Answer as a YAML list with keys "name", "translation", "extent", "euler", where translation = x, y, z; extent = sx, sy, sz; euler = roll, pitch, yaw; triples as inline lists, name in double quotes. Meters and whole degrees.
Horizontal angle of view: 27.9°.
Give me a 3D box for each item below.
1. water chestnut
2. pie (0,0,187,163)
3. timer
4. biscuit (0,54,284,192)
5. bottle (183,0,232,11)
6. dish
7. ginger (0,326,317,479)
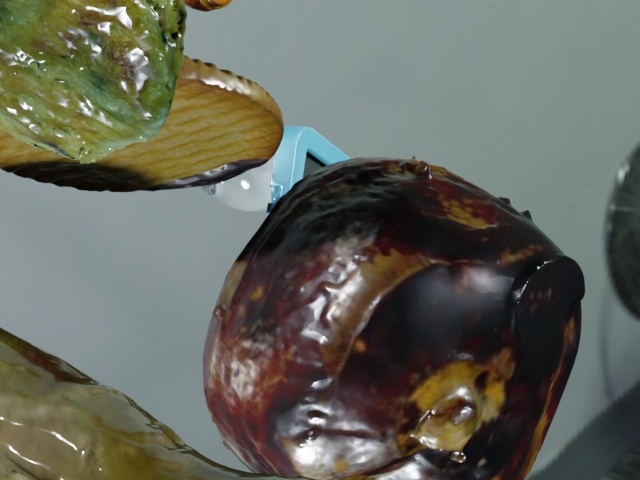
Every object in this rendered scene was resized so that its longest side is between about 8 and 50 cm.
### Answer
- name: "water chestnut"
  translation: [0.042, 0.079, 1.091]
  extent: [0.335, 0.347, 0.335]
  euler: [-19, 124, -32]
- name: "pie"
  translation: [-0.211, -0.155, 0.834]
  extent: [0.078, 0.277, 0.277]
  euler: [-56, 130, -39]
- name: "timer"
  translation: [0.000, 0.000, 1.579]
  extent: [0.250, 0.091, 0.231]
  euler: [44, 51, -67]
- name: "biscuit"
  translation: [-0.194, -0.114, 1.292]
  extent: [0.318, 0.318, 0.040]
  euler: [13, 66, -41]
- name: "bottle"
  translation: [-0.131, -0.289, 1.433]
  extent: [0.069, 0.187, 0.069]
  euler: [-6, 108, -18]
- name: "dish"
  translation: [-0.144, -0.131, 1.822]
  extent: [0.086, 0.236, 0.227]
  euler: [-29, 89, -24]
- name: "ginger"
  translation: [-0.121, 0.083, 0.444]
  extent: [0.109, 0.263, 0.116]
  euler: [-69, 153, -13]
